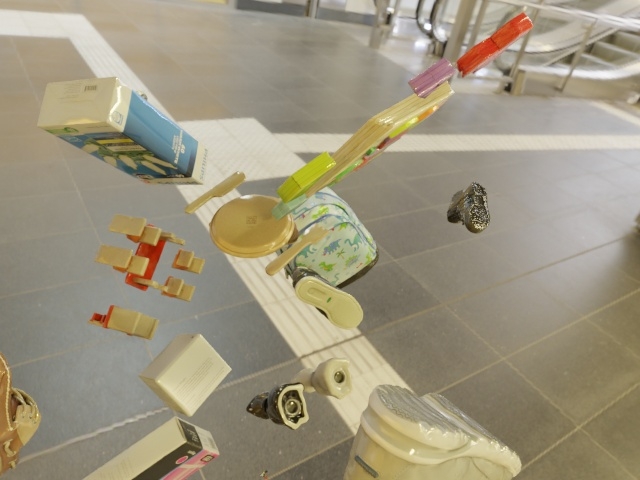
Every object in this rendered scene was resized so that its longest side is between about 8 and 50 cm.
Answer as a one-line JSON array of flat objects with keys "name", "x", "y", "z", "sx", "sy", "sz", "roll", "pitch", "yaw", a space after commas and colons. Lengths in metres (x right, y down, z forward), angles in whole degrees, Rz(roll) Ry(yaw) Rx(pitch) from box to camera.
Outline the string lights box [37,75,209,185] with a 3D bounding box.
[{"name": "string lights box", "x": -0.316, "y": -0.173, "z": 0.817, "sx": 0.133, "sy": 0.077, "sz": 0.259, "roll": 2, "pitch": -13, "yaw": 19}]

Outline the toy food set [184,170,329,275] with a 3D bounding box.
[{"name": "toy food set", "x": -0.096, "y": -0.020, "z": 0.708, "sx": 0.192, "sy": 0.039, "sz": 0.132, "roll": 35, "pitch": 57, "yaw": 26}]

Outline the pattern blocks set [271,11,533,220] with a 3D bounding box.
[{"name": "pattern blocks set", "x": 0.067, "y": -0.119, "z": 0.570, "sx": 0.285, "sy": 0.325, "sz": 0.026, "roll": -35, "pitch": 91, "yaw": -24}]

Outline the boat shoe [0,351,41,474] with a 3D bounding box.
[{"name": "boat shoe", "x": -0.477, "y": 0.255, "z": 0.689, "sx": 0.123, "sy": 0.324, "sz": 0.116, "roll": 49, "pitch": 35, "yaw": 19}]

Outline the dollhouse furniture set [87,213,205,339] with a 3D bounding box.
[{"name": "dollhouse furniture set", "x": -0.428, "y": 0.091, "z": 1.134, "sx": 0.135, "sy": 0.262, "sz": 0.259, "roll": 9, "pitch": 71, "yaw": 21}]

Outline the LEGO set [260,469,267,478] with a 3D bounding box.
[{"name": "LEGO set", "x": -0.154, "y": 0.635, "z": 1.236, "sx": 0.023, "sy": 0.054, "sz": 0.083, "roll": 4, "pitch": 74, "yaw": 18}]

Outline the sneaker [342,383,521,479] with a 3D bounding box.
[{"name": "sneaker", "x": 0.109, "y": 0.226, "z": 0.491, "sx": 0.281, "sy": 0.115, "sz": 0.105, "roll": 33, "pitch": -1, "yaw": -42}]

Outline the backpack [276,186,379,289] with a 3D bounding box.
[{"name": "backpack", "x": 0.000, "y": 0.000, "z": 1.362, "sx": 0.290, "sy": 0.356, "sz": 0.273, "roll": -28, "pitch": 36, "yaw": 2}]

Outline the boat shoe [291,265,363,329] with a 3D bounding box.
[{"name": "boat shoe", "x": 0.019, "y": 0.138, "z": 1.159, "sx": 0.233, "sy": 0.084, "sz": 0.079, "roll": 39, "pitch": 4, "yaw": -34}]

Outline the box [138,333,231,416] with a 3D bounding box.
[{"name": "box", "x": -0.228, "y": 0.221, "z": 0.803, "sx": 0.102, "sy": 0.087, "sz": 0.101, "roll": -13, "pitch": 29, "yaw": 52}]

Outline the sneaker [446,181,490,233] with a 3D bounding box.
[{"name": "sneaker", "x": 0.289, "y": -0.054, "z": 0.957, "sx": 0.051, "sy": 0.089, "sz": 0.170, "roll": 29, "pitch": 45, "yaw": -9}]

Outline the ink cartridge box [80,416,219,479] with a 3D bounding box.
[{"name": "ink cartridge box", "x": -0.392, "y": 0.484, "z": 0.924, "sx": 0.370, "sy": 0.176, "sz": 0.069, "roll": -31, "pitch": 58, "yaw": -7}]

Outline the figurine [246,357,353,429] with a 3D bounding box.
[{"name": "figurine", "x": -0.052, "y": 0.351, "z": 1.124, "sx": 0.214, "sy": 0.209, "sz": 0.092, "roll": -21, "pitch": 85, "yaw": -34}]

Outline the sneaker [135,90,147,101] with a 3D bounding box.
[{"name": "sneaker", "x": -0.392, "y": -0.249, "z": 0.996, "sx": 0.065, "sy": 0.076, "sz": 0.167, "roll": -24, "pitch": 34, "yaw": 27}]
